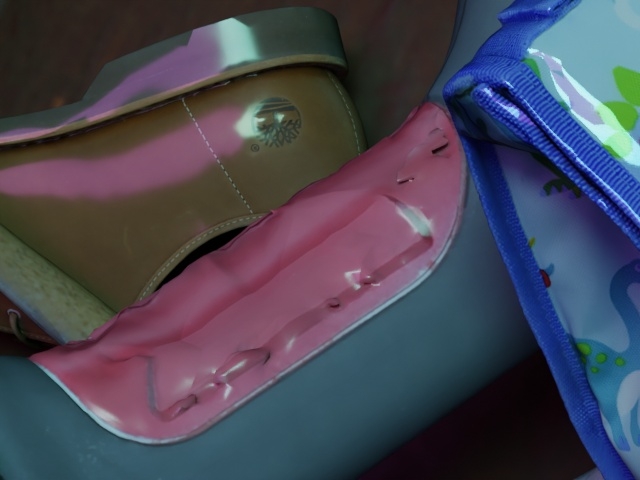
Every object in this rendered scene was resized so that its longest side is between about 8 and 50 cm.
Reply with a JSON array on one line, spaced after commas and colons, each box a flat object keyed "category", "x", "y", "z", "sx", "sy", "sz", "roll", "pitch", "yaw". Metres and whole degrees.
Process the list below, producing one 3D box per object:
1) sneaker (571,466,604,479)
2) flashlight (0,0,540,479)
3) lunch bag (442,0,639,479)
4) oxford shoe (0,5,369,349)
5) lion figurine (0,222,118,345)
[{"category": "sneaker", "x": 0.097, "y": 0.146, "z": 0.461, "sx": 0.094, "sy": 0.080, "sz": 0.212, "roll": -18, "pitch": 60, "yaw": 25}, {"category": "flashlight", "x": 0.000, "y": 0.000, "z": 0.446, "sx": 0.304, "sy": 0.103, "sz": 0.103, "roll": -31, "pitch": 42, "yaw": -21}, {"category": "lunch bag", "x": 0.107, "y": -0.009, "z": 0.396, "sx": 0.129, "sy": 0.151, "sz": 0.096, "roll": -42, "pitch": 18, "yaw": -24}, {"category": "oxford shoe", "x": -0.084, "y": 0.005, "z": 0.579, "sx": 0.212, "sy": 0.076, "sz": 0.076, "roll": -21, "pitch": 79, "yaw": 19}, {"category": "lion figurine", "x": -0.090, "y": 0.152, "z": 0.489, "sx": 0.240, "sy": 0.142, "sz": 0.392, "roll": 23, "pitch": 77, "yaw": -15}]
